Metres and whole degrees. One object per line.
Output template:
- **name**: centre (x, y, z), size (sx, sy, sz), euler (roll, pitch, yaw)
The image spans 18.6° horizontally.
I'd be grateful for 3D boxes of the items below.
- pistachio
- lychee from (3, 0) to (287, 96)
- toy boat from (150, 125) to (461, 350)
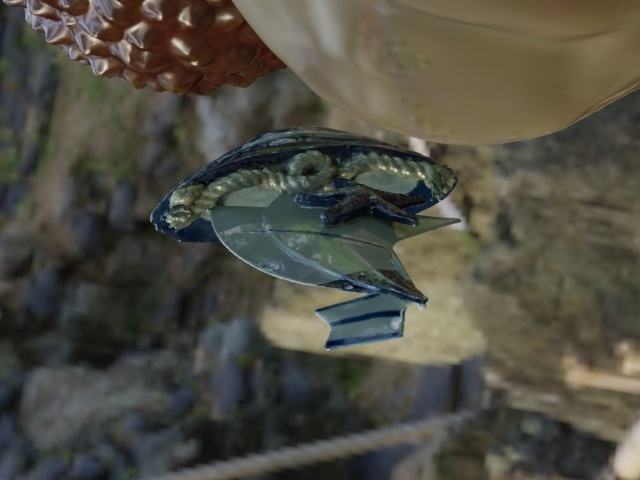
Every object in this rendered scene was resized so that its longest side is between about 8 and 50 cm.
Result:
- **pistachio**: centre (0.051, -0.191, 0.552), size (0.226, 0.208, 0.331), euler (-4, 83, 31)
- **lychee**: centre (-0.078, -0.231, 1.069), size (0.276, 0.276, 0.304), euler (-173, 77, -77)
- **toy boat**: centre (0.023, -0.011, 1.374), size (0.292, 0.210, 0.070), euler (29, 132, 50)
